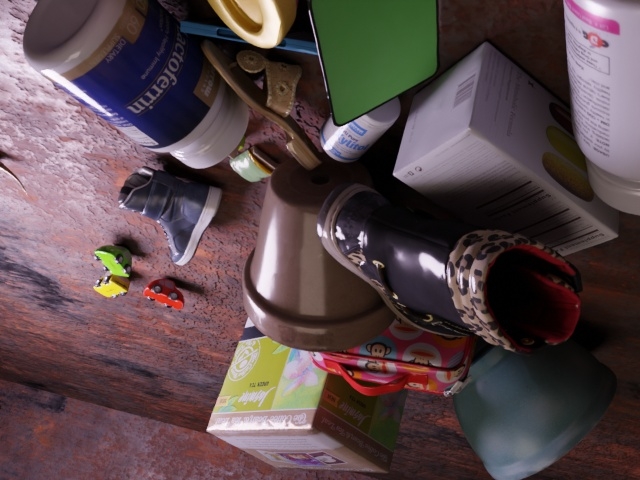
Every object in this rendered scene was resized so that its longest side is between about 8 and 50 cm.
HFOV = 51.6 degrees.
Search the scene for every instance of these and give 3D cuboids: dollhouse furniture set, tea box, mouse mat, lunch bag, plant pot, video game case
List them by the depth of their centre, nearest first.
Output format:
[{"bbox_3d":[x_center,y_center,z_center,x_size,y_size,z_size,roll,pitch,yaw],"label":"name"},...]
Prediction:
[{"bbox_3d":[0.066,-0.221,0.720,0.007,0.152,0.190,54,168,33],"label":"mouse mat"},{"bbox_3d":[-0.062,-0.238,0.766,0.166,0.119,0.015,12,113,9],"label":"video game case"},{"bbox_3d":[0.000,0.000,1.006,0.262,0.263,0.229,9,131,14],"label":"plant pot"},{"bbox_3d":[-0.141,-0.125,1.031,0.151,0.059,0.076,36,145,-28],"label":"dollhouse furniture set"},{"bbox_3d":[0.121,0.145,1.132,0.293,0.258,0.120,8,146,17],"label":"lunch bag"},{"bbox_3d":[0.357,0.264,1.221,0.196,0.293,0.293,47,147,2],"label":"plant pot"},{"bbox_3d":[-0.010,0.281,1.355,0.329,0.324,0.220,-18,134,44],"label":"tea box"}]

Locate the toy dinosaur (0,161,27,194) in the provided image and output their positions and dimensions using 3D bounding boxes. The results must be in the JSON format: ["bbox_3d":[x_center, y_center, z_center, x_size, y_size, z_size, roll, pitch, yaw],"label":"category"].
[{"bbox_3d":[-0.638,-0.158,1.261,0.183,0.053,0.092,26,165,1],"label":"toy dinosaur"}]

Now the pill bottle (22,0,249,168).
[{"bbox_3d":[-0.214,-0.205,0.826,0.153,0.153,0.264,-3,156,31],"label":"pill bottle"}]

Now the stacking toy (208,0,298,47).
[{"bbox_3d":[-0.123,-0.368,0.637,0.279,0.130,0.309,29,157,36],"label":"stacking toy"}]

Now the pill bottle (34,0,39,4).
[{"bbox_3d":[-0.305,-0.281,0.857,0.067,0.067,0.120,-1,144,29],"label":"pill bottle"}]

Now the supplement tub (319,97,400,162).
[{"bbox_3d":[0.050,-0.156,0.871,0.071,0.071,0.107,26,149,-13],"label":"supplement tub"}]

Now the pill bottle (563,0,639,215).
[{"bbox_3d":[0.324,-0.160,0.635,0.160,0.160,0.283,2,146,25],"label":"pill bottle"}]

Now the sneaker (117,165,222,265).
[{"bbox_3d":[-0.286,-0.045,1.193,0.163,0.086,0.226,16,141,-17],"label":"sneaker"}]

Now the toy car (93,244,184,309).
[{"bbox_3d":[-0.437,0.070,1.504,0.238,0.053,0.225,7,147,16],"label":"toy car"}]

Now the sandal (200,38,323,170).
[{"bbox_3d":[-0.051,-0.197,0.875,0.079,0.088,0.240,-34,129,13],"label":"sandal"}]

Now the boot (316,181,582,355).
[{"bbox_3d":[0.199,0.064,0.855,0.377,0.138,0.284,38,170,-36],"label":"boot"}]

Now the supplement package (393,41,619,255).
[{"bbox_3d":[0.234,-0.095,0.808,0.244,0.139,0.134,30,148,-21],"label":"supplement package"}]
